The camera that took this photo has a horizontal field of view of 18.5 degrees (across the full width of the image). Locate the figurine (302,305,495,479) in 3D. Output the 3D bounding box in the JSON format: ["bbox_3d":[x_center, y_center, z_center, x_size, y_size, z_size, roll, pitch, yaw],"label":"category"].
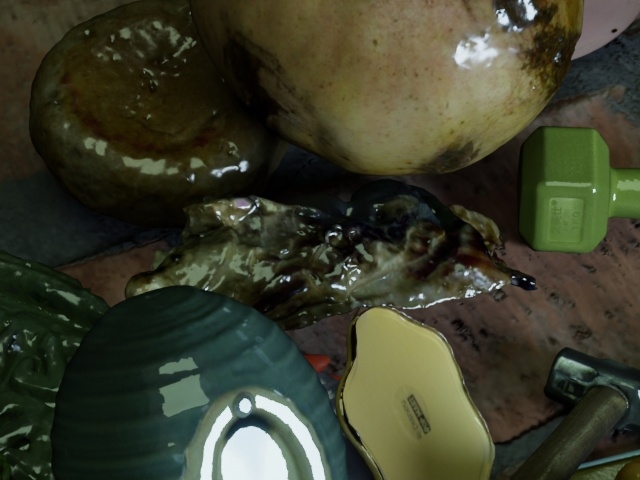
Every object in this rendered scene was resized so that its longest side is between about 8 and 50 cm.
[{"bbox_3d":[-0.010,0.165,1.480,0.257,0.181,0.208,-24,42,38],"label":"figurine"}]

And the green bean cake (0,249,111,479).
[{"bbox_3d":[-0.255,0.134,1.546,0.241,0.132,0.255,18,59,16],"label":"green bean cake"}]

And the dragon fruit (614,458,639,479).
[{"bbox_3d":[0.260,0.265,1.300,0.296,0.314,0.263,-41,96,-21],"label":"dragon fruit"}]

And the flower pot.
[{"bbox_3d":[-0.076,0.150,1.281,0.189,0.243,0.157,-24,16,-31],"label":"flower pot"}]

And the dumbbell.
[{"bbox_3d":[0.318,-0.038,1.661,0.302,0.121,0.108,3,29,1],"label":"dumbbell"}]

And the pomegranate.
[{"bbox_3d":[0.053,-0.203,1.570,0.322,0.322,0.322,0,57,0],"label":"pomegranate"}]

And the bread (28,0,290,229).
[{"bbox_3d":[-0.133,-0.102,1.698,0.230,0.123,0.230,3,54,-4],"label":"bread"}]

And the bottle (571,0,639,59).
[{"bbox_3d":[0.193,-0.327,1.803,0.206,0.173,0.297,-32,53,20],"label":"bottle"}]

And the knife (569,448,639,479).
[{"bbox_3d":[0.266,0.191,1.563,0.343,0.027,0.061,-12,62,-7],"label":"knife"}]

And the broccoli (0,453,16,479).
[{"bbox_3d":[-0.322,0.220,1.310,0.277,0.317,0.338,-38,33,18],"label":"broccoli"}]

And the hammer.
[{"bbox_3d":[0.173,0.166,1.447,0.111,0.043,0.365,21,23,18],"label":"hammer"}]

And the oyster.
[{"bbox_3d":[-0.011,0.001,1.557,0.361,0.221,0.096,-7,98,-29],"label":"oyster"}]
